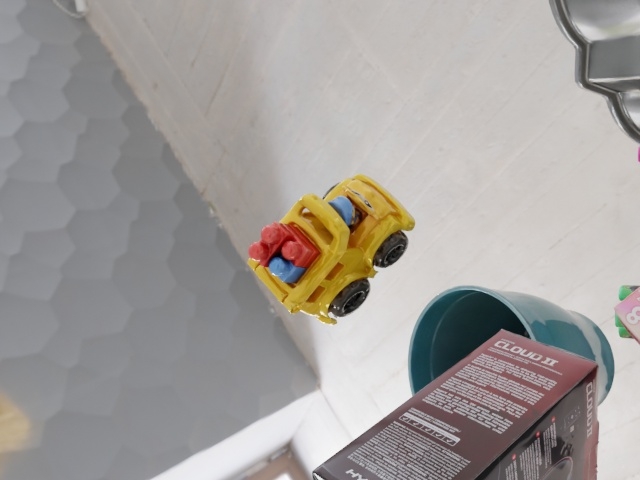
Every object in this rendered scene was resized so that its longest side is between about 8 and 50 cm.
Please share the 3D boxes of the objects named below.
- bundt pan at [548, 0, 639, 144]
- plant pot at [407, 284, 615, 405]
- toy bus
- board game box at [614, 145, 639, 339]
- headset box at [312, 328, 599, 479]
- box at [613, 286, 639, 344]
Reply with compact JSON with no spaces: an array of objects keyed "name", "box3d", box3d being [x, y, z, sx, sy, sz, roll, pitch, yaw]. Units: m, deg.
[{"name":"bundt pan","box3d":[0.314,-0.193,0.396,0.124,0.330,0.331,-111,16,-71]},{"name":"plant pot","box3d":[0.327,0.205,1.086,0.271,0.255,0.272,-1,88,54]},{"name":"toy bus","box3d":[0.000,0.000,0.962,0.220,0.211,0.149,-50,60,12]},{"name":"board game box","box3d":[0.549,0.076,1.082,0.050,0.390,0.390,0,141,34]},{"name":"headset box","box3d":[0.147,0.236,0.611,0.110,0.293,0.218,18,125,46]},{"name":"box","box3d":[0.379,0.128,0.486,0.142,0.154,0.300,-43,62,13]}]
